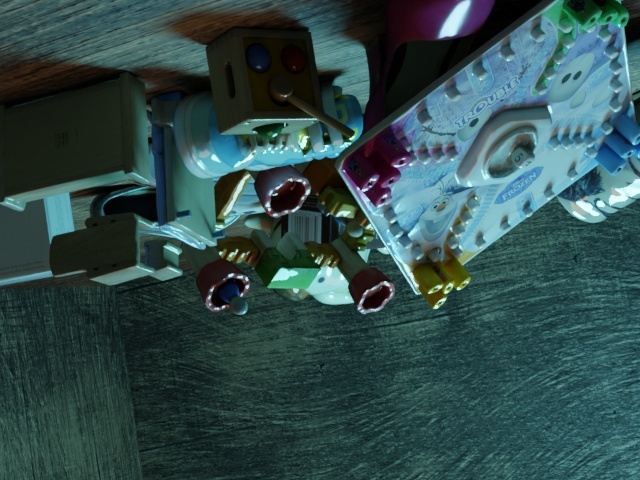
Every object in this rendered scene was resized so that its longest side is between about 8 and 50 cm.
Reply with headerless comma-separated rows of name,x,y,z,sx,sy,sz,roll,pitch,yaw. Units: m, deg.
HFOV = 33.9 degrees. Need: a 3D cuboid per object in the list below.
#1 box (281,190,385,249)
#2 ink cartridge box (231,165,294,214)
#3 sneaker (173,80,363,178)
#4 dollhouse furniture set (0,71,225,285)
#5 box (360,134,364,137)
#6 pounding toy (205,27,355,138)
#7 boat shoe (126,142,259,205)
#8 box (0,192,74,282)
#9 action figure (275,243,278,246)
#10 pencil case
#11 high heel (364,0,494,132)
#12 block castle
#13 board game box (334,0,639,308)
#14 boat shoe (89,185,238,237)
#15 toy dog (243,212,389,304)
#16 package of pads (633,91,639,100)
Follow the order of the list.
box,0.043,-0.069,2.221,0.203,0.167,0.168,-5,-171,-40
ink cartridge box,-0.170,-0.104,2.032,0.237,0.100,0.172,-9,174,-6
sneaker,-0.059,-0.166,1.482,0.208,0.127,0.319,-9,-176,22
dollhouse furniture set,-0.268,-0.050,1.449,0.198,0.286,0.303,-11,163,19
box,0.146,-0.183,2.073,0.145,0.038,0.186,-9,175,-2
pounding toy,-0.048,-0.178,1.253,0.130,0.141,0.100,-6,173,-35
boat shoe,-0.221,-0.125,1.840,0.094,0.109,0.302,6,177,41
box,-0.545,-0.017,1.877,0.181,0.182,0.119,-10,175,10
action figure,-0.053,0.026,2.225,0.115,0.030,0.038,6,-176,34
pencil case,0.520,-0.157,1.539,0.183,0.160,0.410,-11,169,-38
high heel,0.134,-0.189,1.231,0.127,0.181,0.377,-8,174,-8
block castle,0.008,-0.013,1.868,0.453,0.213,0.303,5,127,-44
board game box,0.240,-0.108,1.322,0.390,0.050,0.390,-36,148,0
boat shoe,-0.309,-0.064,2.152,0.319,0.116,0.099,-2,177,-16
toy dog,0.000,0.000,2.511,0.395,0.284,0.408,27,-169,1
package of pads,0.698,-0.242,2.068,0.229,0.101,0.296,-6,175,-18
